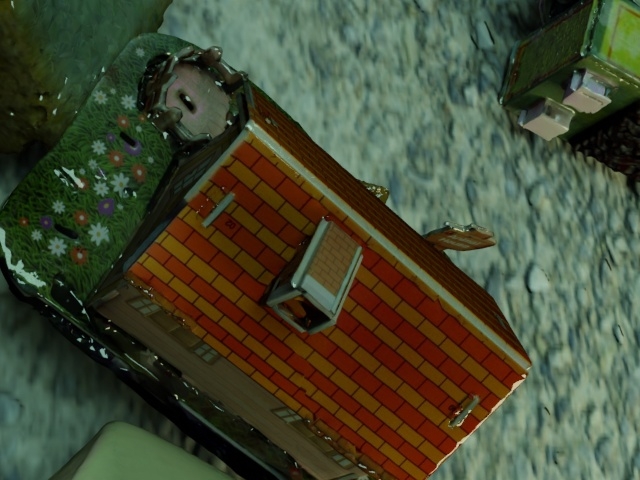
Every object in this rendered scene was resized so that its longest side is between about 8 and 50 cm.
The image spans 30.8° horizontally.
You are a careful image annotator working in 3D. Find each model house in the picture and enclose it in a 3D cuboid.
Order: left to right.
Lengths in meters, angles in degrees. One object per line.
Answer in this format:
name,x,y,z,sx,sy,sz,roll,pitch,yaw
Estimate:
model house,0.007,0.007,0.618,0.294,0.154,0.207,41,54,-18

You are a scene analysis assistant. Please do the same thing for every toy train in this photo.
toy train,0.275,-0.139,0.942,0.261,0.134,0.177,25,68,-17

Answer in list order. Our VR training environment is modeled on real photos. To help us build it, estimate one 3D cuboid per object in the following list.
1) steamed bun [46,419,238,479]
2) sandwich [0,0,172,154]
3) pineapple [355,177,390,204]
steamed bun,-0.076,0.205,0.569,0.225,0.170,0.200,34,59,-12
sandwich,-0.177,-0.248,0.632,0.262,0.131,0.325,-64,147,-33
pineapple,0.000,0.000,0.761,0.116,0.069,0.137,-32,92,-26
